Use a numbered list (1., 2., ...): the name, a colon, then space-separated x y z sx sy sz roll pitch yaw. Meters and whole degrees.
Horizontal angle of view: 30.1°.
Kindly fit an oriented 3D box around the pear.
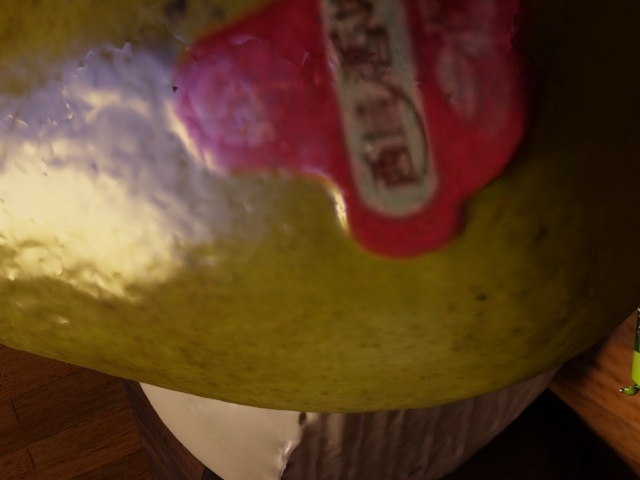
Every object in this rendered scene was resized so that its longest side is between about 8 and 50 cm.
1. pear: -0.020 -0.062 0.485 0.287 0.375 0.287 -18 -90 -76

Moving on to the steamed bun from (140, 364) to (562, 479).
1. steamed bun: 0.000 0.000 0.767 0.309 0.309 0.309 53 155 37

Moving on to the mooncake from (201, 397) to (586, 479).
1. mooncake: 0.056 0.207 0.868 0.283 0.283 0.141 42 144 52

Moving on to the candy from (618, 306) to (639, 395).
1. candy: 0.212 0.042 0.649 0.102 0.032 0.178 41 146 46
